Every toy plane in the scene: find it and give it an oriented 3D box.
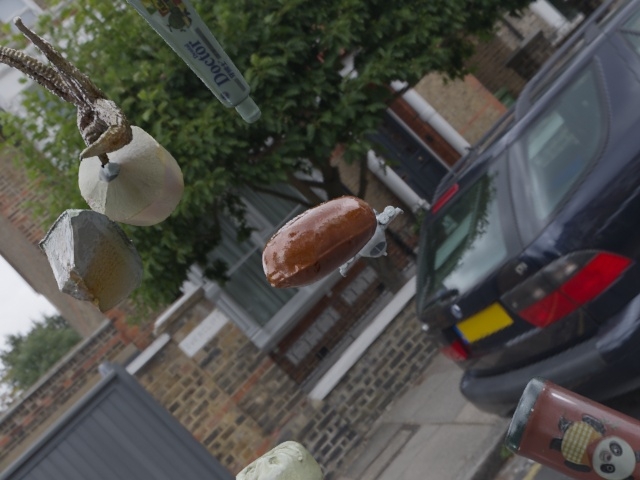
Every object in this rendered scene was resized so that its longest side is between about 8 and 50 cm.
[{"bbox_3d":[0.139,0.000,1.899,0.252,0.118,0.252,-46,-8,-9],"label":"toy plane"}]

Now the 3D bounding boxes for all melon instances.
[{"bbox_3d":[-0.339,0.022,0.935,0.202,0.139,0.093,76,-149,-53],"label":"melon"}]

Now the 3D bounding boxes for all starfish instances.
[{"bbox_3d":[-0.491,-0.259,1.305,0.132,0.384,0.398,-53,37,-6],"label":"starfish"}]

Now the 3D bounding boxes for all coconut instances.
[{"bbox_3d":[-0.480,-0.156,1.690,0.239,0.239,0.244,-45,-11,-2],"label":"coconut"}]

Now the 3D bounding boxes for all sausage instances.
[{"bbox_3d":[0.001,-0.001,1.224,0.258,0.133,0.133,-32,-9,-36],"label":"sausage"}]

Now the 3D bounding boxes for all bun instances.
[{"bbox_3d":[-0.109,0.534,1.454,0.229,0.145,0.229,-42,18,17],"label":"bun"}]

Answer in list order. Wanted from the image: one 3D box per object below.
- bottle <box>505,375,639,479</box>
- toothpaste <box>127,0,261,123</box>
[{"bbox_3d":[0.495,0.355,1.128,0.144,0.336,0.144,-48,-31,-42],"label":"bottle"},{"bbox_3d":[-0.166,-0.261,0.911,0.067,0.255,0.037,-37,28,5],"label":"toothpaste"}]
